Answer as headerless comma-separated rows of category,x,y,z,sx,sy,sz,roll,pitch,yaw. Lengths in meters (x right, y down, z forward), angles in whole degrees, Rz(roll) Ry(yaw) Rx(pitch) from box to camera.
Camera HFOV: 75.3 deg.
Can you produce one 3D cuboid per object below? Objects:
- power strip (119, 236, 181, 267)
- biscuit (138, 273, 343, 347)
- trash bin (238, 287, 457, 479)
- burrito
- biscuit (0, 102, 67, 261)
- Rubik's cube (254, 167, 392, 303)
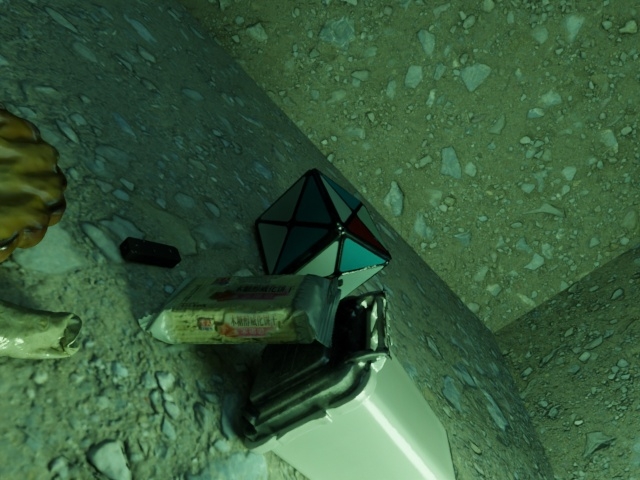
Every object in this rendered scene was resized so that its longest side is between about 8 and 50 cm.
power strip,-0.311,0.024,0.762,0.111,0.029,0.038,21,34,-56
biscuit,-0.121,0.113,0.712,0.186,0.309,0.079,-67,152,-66
trash bin,0.083,0.305,0.736,0.368,0.296,0.256,50,19,-15
burrito,-0.374,0.079,0.432,0.082,0.059,0.275,62,7,26
biscuit,-0.490,-0.094,0.500,0.325,0.107,0.326,38,26,-22
Rubik's cube,0.000,0.000,1.122,0.250,0.246,0.248,28,29,-44
